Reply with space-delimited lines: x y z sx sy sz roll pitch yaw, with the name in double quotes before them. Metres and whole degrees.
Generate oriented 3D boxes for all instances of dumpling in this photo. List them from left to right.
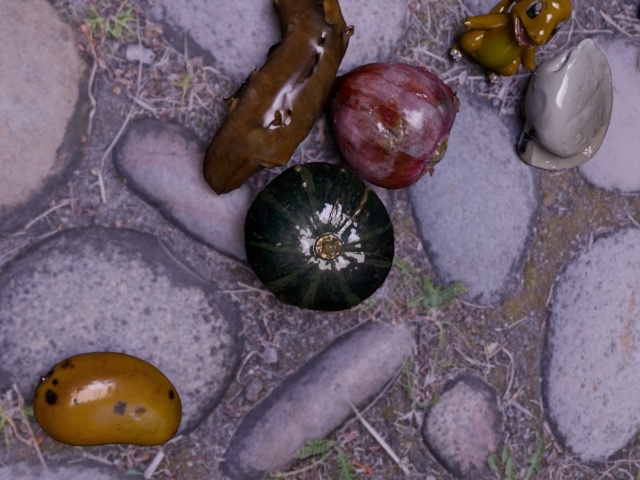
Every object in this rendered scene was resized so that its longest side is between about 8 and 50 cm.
"dumpling" 0.342 -0.183 1.240 0.150 0.092 0.176 1 98 -33

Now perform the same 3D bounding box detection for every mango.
"mango" -0.248 0.189 1.071 0.178 0.090 0.115 7 103 -22

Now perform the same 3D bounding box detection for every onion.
"onion" 0.071 -0.156 1.136 0.195 0.159 0.159 28 83 12

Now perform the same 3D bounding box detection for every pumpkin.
"pumpkin" -0.001 -0.001 1.110 0.190 0.146 0.190 0 90 6

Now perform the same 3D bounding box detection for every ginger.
"ginger" -0.046 -0.199 1.098 0.133 0.107 0.309 17 80 16

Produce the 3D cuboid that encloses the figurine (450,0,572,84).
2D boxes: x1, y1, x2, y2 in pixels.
"figurine" 0.260 -0.287 1.171 0.121 0.176 0.122 30 72 -20
